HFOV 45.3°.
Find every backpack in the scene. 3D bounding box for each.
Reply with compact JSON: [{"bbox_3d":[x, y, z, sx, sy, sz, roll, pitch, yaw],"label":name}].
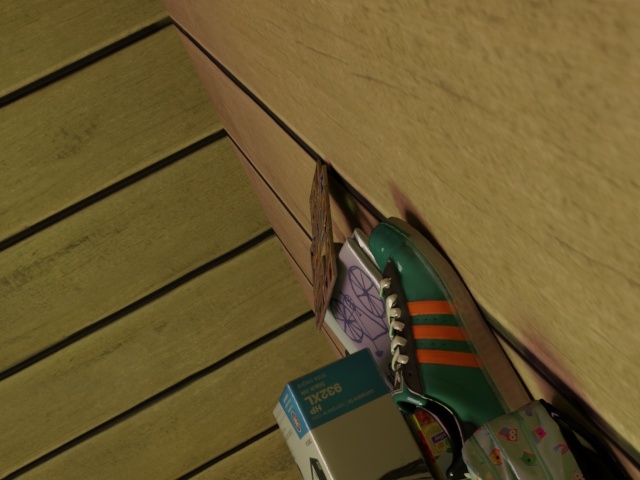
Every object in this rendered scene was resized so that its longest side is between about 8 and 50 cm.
[{"bbox_3d":[0.208,0.236,0.680,0.182,0.115,0.152,63,176,13],"label":"backpack"}]

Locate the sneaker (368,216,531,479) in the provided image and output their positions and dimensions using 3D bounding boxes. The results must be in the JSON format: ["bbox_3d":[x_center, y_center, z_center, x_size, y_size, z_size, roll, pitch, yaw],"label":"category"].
[{"bbox_3d":[0.117,0.116,0.841,0.302,0.121,0.108,60,173,18],"label":"sneaker"}]

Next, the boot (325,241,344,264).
[{"bbox_3d":[0.069,0.091,1.381,0.189,0.076,0.208,88,160,-70],"label":"boot"}]

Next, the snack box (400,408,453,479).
[{"bbox_3d":[0.172,0.329,1.064,0.207,0.070,0.174,66,162,9],"label":"snack box"}]

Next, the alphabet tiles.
[{"bbox_3d":[0.000,0.000,1.227,0.198,0.009,0.237,103,165,-59],"label":"alphabet tiles"}]

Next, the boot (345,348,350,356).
[{"bbox_3d":[0.125,0.362,1.595,0.338,0.118,0.222,67,-176,-60],"label":"boot"}]

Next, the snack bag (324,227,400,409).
[{"bbox_3d":[0.120,0.173,1.149,0.342,0.037,0.323,53,160,13],"label":"snack bag"}]

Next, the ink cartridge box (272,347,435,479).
[{"bbox_3d":[0.060,0.333,1.066,0.307,0.129,0.223,63,161,17],"label":"ink cartridge box"}]
